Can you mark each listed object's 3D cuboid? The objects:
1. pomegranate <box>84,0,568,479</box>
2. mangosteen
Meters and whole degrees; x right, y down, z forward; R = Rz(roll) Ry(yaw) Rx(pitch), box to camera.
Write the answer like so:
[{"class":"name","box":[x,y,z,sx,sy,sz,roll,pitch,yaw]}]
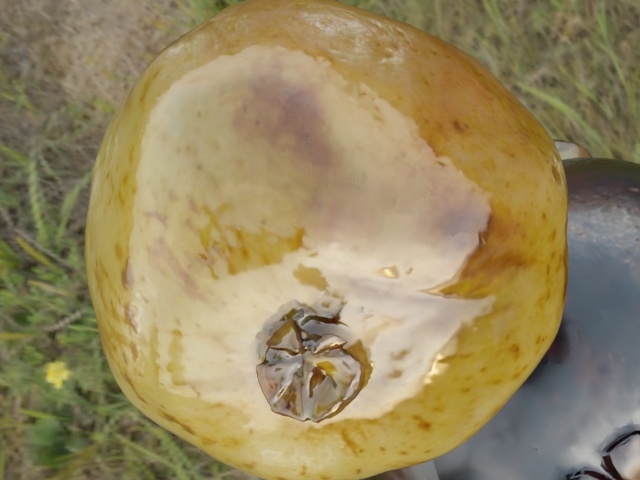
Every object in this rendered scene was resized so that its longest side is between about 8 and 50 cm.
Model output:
[{"class":"pomegranate","box":[0.000,0.000,0.615,0.215,0.215,0.215,-4,79,21]},{"class":"mangosteen","box":[0.156,0.085,0.955,0.307,0.307,0.347,-47,24,7]}]
